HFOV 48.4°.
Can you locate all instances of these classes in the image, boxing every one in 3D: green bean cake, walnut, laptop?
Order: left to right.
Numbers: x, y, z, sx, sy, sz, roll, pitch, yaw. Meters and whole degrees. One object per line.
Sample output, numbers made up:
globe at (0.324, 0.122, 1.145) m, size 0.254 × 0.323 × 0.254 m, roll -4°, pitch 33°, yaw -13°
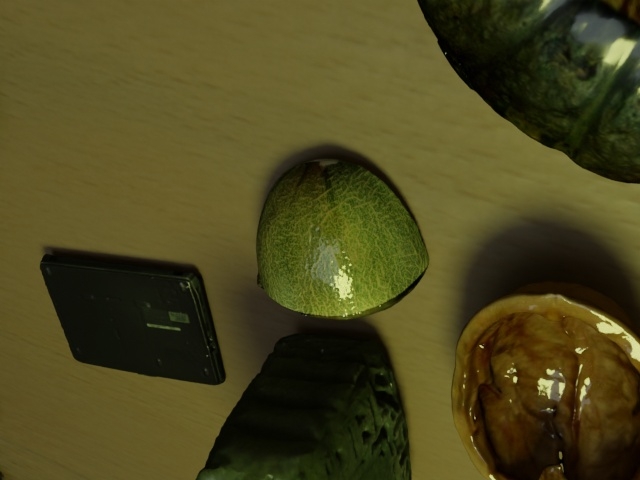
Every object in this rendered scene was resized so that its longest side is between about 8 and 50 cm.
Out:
laptop at (-0.210, 0.091, 0.792) m, size 0.207 × 0.026 × 0.154 m, roll 6°, pitch 120°, yaw 23°
green bean cake at (-0.005, 0.223, 0.642) m, size 0.124 × 0.227 × 0.223 m, roll 4°, pitch 120°, yaw 27°
walnut at (0.194, 0.113, 0.563) m, size 0.167 × 0.087 × 0.211 m, roll 11°, pitch 121°, yaw 29°

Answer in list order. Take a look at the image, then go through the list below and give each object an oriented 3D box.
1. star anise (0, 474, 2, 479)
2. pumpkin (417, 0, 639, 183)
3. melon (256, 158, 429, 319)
star anise at (-0.605, 0.335, 1.103) m, size 0.262 × 0.081 × 0.230 m, roll 28°, pitch 136°, yaw -6°
pumpkin at (0.190, -0.170, 0.325) m, size 0.320 × 0.192 × 0.321 m, roll 12°, pitch 125°, yaw 18°
melon at (0.000, 0.000, 0.597) m, size 0.160 × 0.079 × 0.128 m, roll 3°, pitch 121°, yaw 25°
